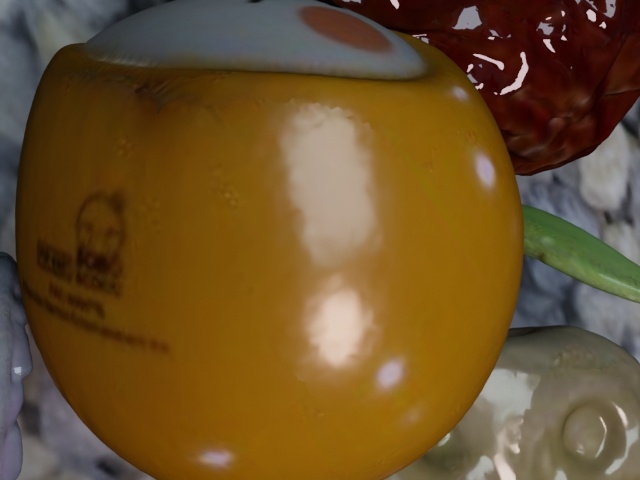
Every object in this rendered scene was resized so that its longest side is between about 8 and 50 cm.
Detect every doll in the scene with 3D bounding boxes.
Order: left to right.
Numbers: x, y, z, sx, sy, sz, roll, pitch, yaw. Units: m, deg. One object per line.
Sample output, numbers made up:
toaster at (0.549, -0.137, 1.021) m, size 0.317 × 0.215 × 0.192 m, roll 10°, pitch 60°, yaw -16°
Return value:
doll at (0.000, 0.000, 0.499) m, size 0.236 × 0.213 × 0.213 m, roll -6°, pitch 81°, yaw -42°

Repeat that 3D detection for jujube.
jujube at (0.055, -0.123, 0.612) m, size 0.250 × 0.174 × 0.174 m, roll 17°, pitch 74°, yaw -18°

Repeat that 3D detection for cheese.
cheese at (0.078, 0.145, 0.599) m, size 0.235 × 0.117 × 0.218 m, roll 18°, pitch 77°, yaw -14°

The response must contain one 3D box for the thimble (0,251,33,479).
thimble at (-0.183, 0.073, 0.509) m, size 0.118 × 0.127 × 0.151 m, roll 7°, pitch 82°, yaw -18°
